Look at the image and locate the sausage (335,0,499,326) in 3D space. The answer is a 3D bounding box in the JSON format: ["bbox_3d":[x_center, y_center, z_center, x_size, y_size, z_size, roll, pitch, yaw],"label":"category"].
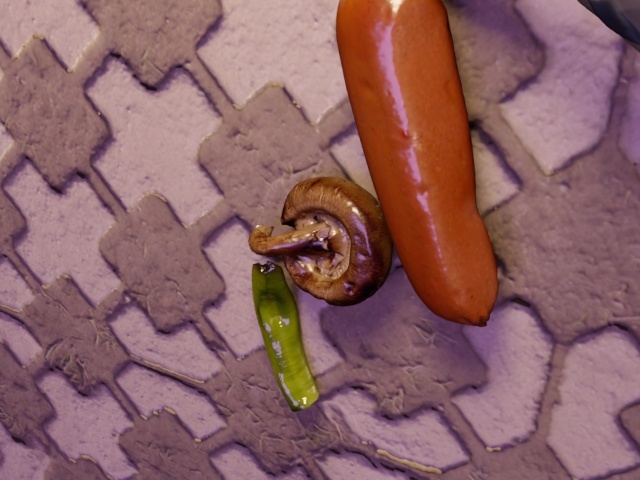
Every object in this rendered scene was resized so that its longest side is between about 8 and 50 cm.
[{"bbox_3d":[0.088,-0.076,0.703,0.097,0.094,0.348,-142,35,-70],"label":"sausage"}]

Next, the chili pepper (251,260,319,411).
[{"bbox_3d":[-0.044,0.107,0.906,0.052,0.050,0.201,-7,113,16],"label":"chili pepper"}]

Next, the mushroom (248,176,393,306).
[{"bbox_3d":[0.001,0.000,0.809,0.170,0.080,0.135,6,104,29],"label":"mushroom"}]

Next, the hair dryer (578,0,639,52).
[{"bbox_3d":[0.220,-0.167,0.573,0.296,0.298,0.119,37,86,-15],"label":"hair dryer"}]
